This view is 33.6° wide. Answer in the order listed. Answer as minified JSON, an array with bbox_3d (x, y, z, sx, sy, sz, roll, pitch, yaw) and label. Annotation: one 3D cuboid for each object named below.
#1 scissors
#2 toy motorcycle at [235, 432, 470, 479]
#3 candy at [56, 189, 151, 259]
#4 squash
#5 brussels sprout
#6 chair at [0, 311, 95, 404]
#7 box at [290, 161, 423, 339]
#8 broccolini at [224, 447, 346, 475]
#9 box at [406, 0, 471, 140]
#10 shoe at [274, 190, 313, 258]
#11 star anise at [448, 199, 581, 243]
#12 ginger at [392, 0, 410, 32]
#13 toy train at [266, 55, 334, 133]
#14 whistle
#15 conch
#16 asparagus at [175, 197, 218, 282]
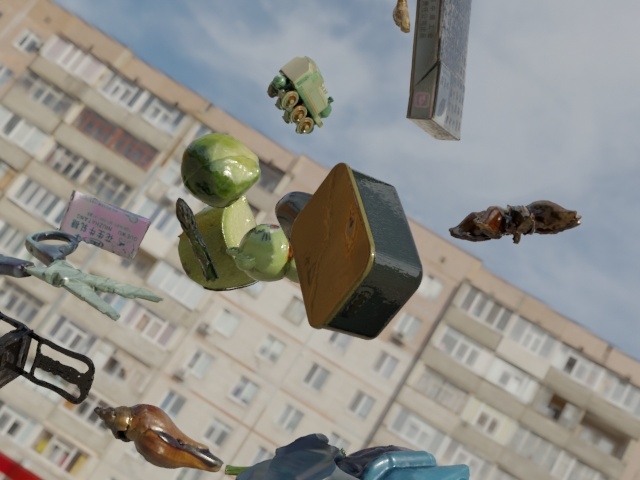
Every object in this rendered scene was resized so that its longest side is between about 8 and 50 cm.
[{"bbox_3d":[-0.404,0.055,1.639,0.384,0.256,0.029,20,-67,38],"label":"scissors"},{"bbox_3d":[0.031,0.326,1.187,0.232,0.172,0.416,9,11,39],"label":"toy motorcycle"},{"bbox_3d":[-0.414,-0.028,2.022,0.160,0.092,0.073,23,-1,-12],"label":"candy"},{"bbox_3d":[-0.213,0.017,2.188,0.085,0.184,0.191,6,61,-82],"label":"squash"},{"bbox_3d":[-0.195,-0.134,2.009,0.155,0.155,0.117,38,-50,-14],"label":"brussels sprout"},{"bbox_3d":[-0.524,0.219,1.853,0.229,0.113,0.106,26,-65,13],"label":"chair"},{"bbox_3d":[0.045,0.015,1.326,0.090,0.201,0.144,19,-56,-27],"label":"box"},{"bbox_3d":[-0.067,0.438,2.056,0.054,0.239,0.051,-106,-168,-61],"label":"broccolini"},{"bbox_3d":[0.181,-0.320,1.552,0.047,0.324,0.180,3,-4,19],"label":"box"},{"bbox_3d":[0.000,0.000,1.539,0.241,0.093,0.108,11,-33,49],"label":"shoe"},{"bbox_3d":[0.406,-0.036,2.201,0.288,0.288,0.088,-5,-86,58],"label":"star anise"},{"bbox_3d":[0.148,-0.414,1.946,0.030,0.097,0.048,-4,-29,-1],"label":"ginger"},{"bbox_3d":[-0.038,-0.321,2.381,0.080,0.125,0.194,51,-2,36],"label":"toy train"},{"bbox_3d":[-0.025,0.023,1.885,0.289,0.106,0.131,1,18,3],"label":"whistle"},{"bbox_3d":[-0.274,0.333,1.801,0.233,0.086,0.080,30,-42,4],"label":"conch"},{"bbox_3d":[-0.225,-0.001,1.909,0.030,0.036,0.165,-19,-79,19],"label":"asparagus"}]
